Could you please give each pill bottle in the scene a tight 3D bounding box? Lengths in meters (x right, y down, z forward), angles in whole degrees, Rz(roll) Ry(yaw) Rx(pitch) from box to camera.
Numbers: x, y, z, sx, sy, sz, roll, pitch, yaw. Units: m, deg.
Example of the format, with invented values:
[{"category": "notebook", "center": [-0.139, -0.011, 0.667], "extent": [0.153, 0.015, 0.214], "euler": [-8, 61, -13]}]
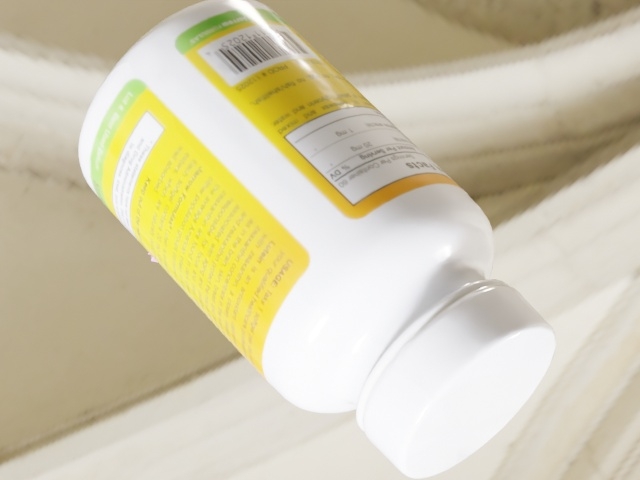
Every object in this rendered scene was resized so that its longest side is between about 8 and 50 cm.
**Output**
[{"category": "pill bottle", "center": [0.000, 0.000, 0.992], "extent": [0.136, 0.136, 0.246], "euler": [-23, -123, -36]}]

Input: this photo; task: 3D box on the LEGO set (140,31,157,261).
[{"category": "LEGO set", "center": [-0.074, -0.074, 1.212], "extent": [0.093, 0.087, 0.227], "euler": [14, -145, -17]}]
